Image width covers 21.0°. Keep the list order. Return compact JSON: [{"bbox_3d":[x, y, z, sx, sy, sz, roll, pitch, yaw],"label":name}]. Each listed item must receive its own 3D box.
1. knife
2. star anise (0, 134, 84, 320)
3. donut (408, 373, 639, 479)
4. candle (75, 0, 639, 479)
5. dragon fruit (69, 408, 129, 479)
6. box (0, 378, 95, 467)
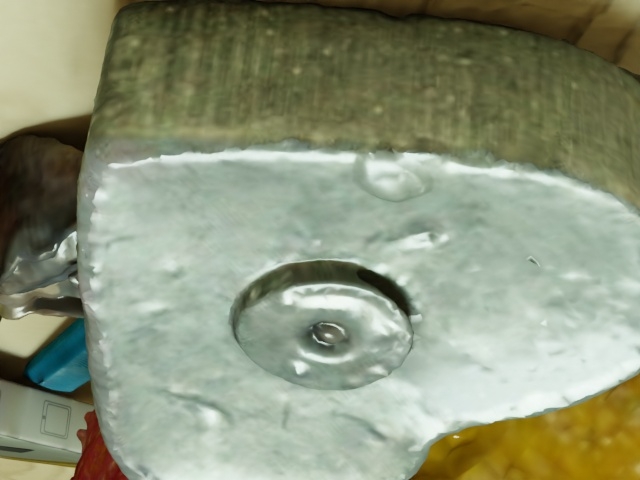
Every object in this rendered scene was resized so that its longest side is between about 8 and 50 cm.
[{"bbox_3d":[-0.100,0.040,0.796,0.044,0.026,0.296,11,164,-18],"label":"knife"},{"bbox_3d":[-0.139,0.004,0.603,0.208,0.063,0.172,-11,156,39],"label":"star anise"},{"bbox_3d":[0.233,0.169,0.567,0.377,0.435,0.163,-42,167,10],"label":"donut"},{"bbox_3d":[0.000,0.000,0.489,0.192,0.068,0.168,-32,125,28],"label":"candle"},{"bbox_3d":[-0.023,0.129,0.783,0.210,0.205,0.268,12,-175,-33],"label":"dragon fruit"},{"bbox_3d":[-0.197,0.094,0.951,0.129,0.033,0.247,0,166,29],"label":"box"}]
